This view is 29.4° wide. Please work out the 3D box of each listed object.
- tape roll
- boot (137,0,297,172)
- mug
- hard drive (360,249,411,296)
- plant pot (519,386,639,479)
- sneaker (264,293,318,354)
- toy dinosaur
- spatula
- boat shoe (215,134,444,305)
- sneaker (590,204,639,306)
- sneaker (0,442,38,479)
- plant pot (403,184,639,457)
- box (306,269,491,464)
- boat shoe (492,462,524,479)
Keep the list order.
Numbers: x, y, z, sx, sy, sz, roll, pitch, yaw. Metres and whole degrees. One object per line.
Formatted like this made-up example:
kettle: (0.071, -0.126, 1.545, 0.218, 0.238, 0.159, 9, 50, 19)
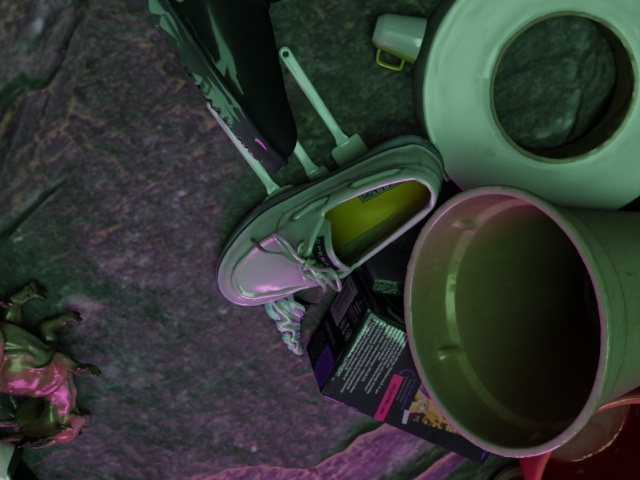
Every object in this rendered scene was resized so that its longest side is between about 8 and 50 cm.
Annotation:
tape roll: (0.320, -0.210, 1.658, 0.392, 0.072, 0.392, -2, 107, -7)
boot: (0.008, -0.349, 1.539, 0.445, 0.146, 0.367, -35, 109, 1)
mug: (0.100, -0.266, 1.623, 0.064, 0.062, 0.078, 15, 100, -5)
hard drive: (0.106, 0.046, 1.693, 0.094, 0.135, 0.022, 8, 108, -11)
plant pot: (0.400, 0.296, 1.767, 0.275, 0.243, 0.275, -3, 110, -8)
sneaker: (-0.030, 0.113, 1.750, 0.069, 0.038, 0.098, -29, 111, 4)
toy dinosaur: (-0.426, 0.175, 1.676, 0.295, 0.127, 0.200, 38, 107, -13)
spatula: (-0.038, -0.129, 1.673, 0.168, 0.019, 0.242, -33, 111, 5)
boat shoe: (0.006, 0.006, 1.619, 0.367, 0.156, 0.136, -28, 114, 19)
sneaker: (0.464, -0.014, 1.713, 0.146, 0.102, 0.293, 45, 122, 23)
sneaker: (-0.492, 0.409, 1.743, 0.182, 0.127, 0.315, 17, 105, -11)
plant pot: (0.332, 0.085, 1.574, 0.305, 0.334, 0.334, -6, 114, -38)
box: (0.137, 0.178, 1.729, 0.270, 0.165, 0.143, 26, 104, -16)
boat shoe: (0.412, 0.452, 1.891, 0.324, 0.116, 0.123, 18, 106, -14)
